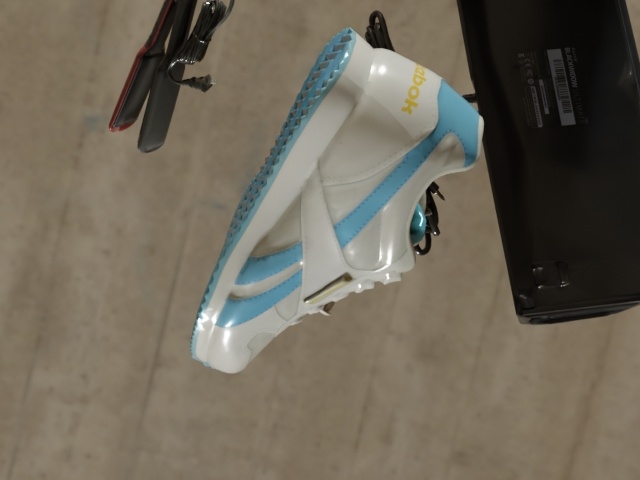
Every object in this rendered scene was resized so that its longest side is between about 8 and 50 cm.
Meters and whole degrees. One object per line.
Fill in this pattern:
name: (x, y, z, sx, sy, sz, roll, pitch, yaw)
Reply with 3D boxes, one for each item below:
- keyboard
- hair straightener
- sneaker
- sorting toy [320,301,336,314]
keyboard: (0.124, -0.097, 1.035, 0.033, 0.201, 0.317, 109, 154, -71)
hair straightener: (-0.123, -0.178, 1.425, 0.047, 0.089, 0.230, -17, -40, -58)
sneaker: (0.000, 0.000, 0.794, 0.229, 0.092, 0.087, -57, 12, 40)
sorting toy: (0.005, 0.019, 1.293, 0.083, 0.045, 0.075, -58, -12, 6)
